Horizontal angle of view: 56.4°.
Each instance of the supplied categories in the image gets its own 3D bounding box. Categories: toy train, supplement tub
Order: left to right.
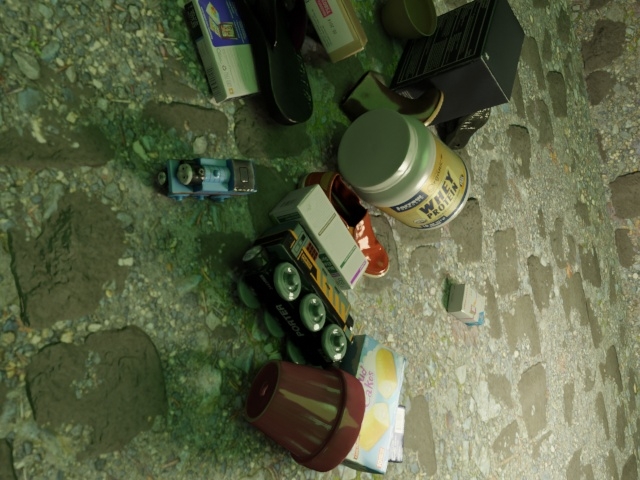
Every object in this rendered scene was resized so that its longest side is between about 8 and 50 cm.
[{"bbox_3d":[-0.211,-0.118,1.128,0.184,0.105,0.080,-1,83,-47],"label":"toy train"},{"bbox_3d":[-0.036,0.118,1.251,0.334,0.142,0.190,55,39,-24],"label":"toy train"},{"bbox_3d":[0.207,-0.170,1.462,0.316,0.228,0.228,23,66,-50],"label":"supplement tub"}]

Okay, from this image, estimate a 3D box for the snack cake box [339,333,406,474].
[{"bbox_3d":[0.089,0.358,1.313,0.152,0.089,0.264,35,58,-33],"label":"snack cake box"}]

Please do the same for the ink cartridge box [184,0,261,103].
[{"bbox_3d":[-0.171,-0.410,1.271,0.208,0.045,0.206,-27,103,-48],"label":"ink cartridge box"}]

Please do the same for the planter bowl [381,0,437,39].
[{"bbox_3d":[0.244,-0.645,1.707,0.162,0.109,0.162,12,74,-44],"label":"planter bowl"}]

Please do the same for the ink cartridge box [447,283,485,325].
[{"bbox_3d":[0.437,0.193,1.784,0.122,0.052,0.088,32,61,-37],"label":"ink cartridge box"}]

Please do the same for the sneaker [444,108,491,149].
[{"bbox_3d":[0.432,-0.378,1.794,0.087,0.227,0.130,-4,72,-11],"label":"sneaker"}]

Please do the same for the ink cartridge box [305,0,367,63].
[{"bbox_3d":[0.023,-0.554,1.420,0.234,0.088,0.193,62,18,-17],"label":"ink cartridge box"}]

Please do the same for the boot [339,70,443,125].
[{"bbox_3d":[0.192,-0.366,1.561,0.248,0.090,0.207,-47,116,-8],"label":"boot"}]

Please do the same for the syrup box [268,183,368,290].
[{"bbox_3d":[0.000,0.000,1.334,0.236,0.093,0.096,57,47,-22],"label":"syrup box"}]

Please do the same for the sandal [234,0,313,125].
[{"bbox_3d":[-0.083,-0.473,1.270,0.168,0.107,0.445,-26,103,-50],"label":"sandal"}]

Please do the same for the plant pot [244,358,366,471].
[{"bbox_3d":[-0.041,0.327,1.171,0.180,0.201,0.201,29,61,-21],"label":"plant pot"}]

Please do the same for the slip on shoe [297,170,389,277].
[{"bbox_3d":[0.075,-0.032,1.416,0.331,0.101,0.123,53,47,-27],"label":"slip on shoe"}]

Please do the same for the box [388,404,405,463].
[{"bbox_3d":[0.116,0.447,1.407,0.225,0.037,0.136,23,66,-41],"label":"box"}]

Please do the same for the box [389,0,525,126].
[{"bbox_3d":[0.395,-0.509,1.705,0.183,0.294,0.296,42,55,-33],"label":"box"}]
